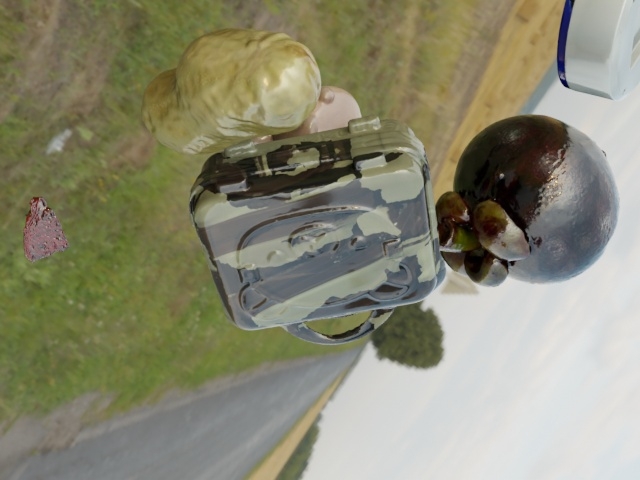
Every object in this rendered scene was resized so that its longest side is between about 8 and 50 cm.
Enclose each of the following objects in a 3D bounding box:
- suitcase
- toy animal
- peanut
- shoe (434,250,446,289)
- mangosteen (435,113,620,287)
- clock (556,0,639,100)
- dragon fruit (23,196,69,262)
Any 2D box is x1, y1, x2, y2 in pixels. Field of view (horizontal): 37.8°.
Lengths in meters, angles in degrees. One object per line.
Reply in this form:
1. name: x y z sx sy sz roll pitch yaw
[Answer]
1. suitcase: 0.000 0.000 1.392 0.194 0.352 0.339 -94 172 -54
2. toy animal: -0.037 -0.181 1.628 0.229 0.221 0.210 70 39 -60
3. peanut: -0.125 -0.191 1.187 0.319 0.147 0.147 -4 -139 50
4. shoe: 0.149 -0.008 1.782 0.114 0.137 0.291 -39 139 -9
5. mangosteen: 0.340 -0.054 1.616 0.347 0.307 0.307 -33 169 -12
6. clock: 0.377 -0.292 1.166 0.230 0.083 0.230 -38 139 -44
7. dragon fruit: -0.575 -0.032 1.925 0.063 0.097 0.131 -99 173 -66
